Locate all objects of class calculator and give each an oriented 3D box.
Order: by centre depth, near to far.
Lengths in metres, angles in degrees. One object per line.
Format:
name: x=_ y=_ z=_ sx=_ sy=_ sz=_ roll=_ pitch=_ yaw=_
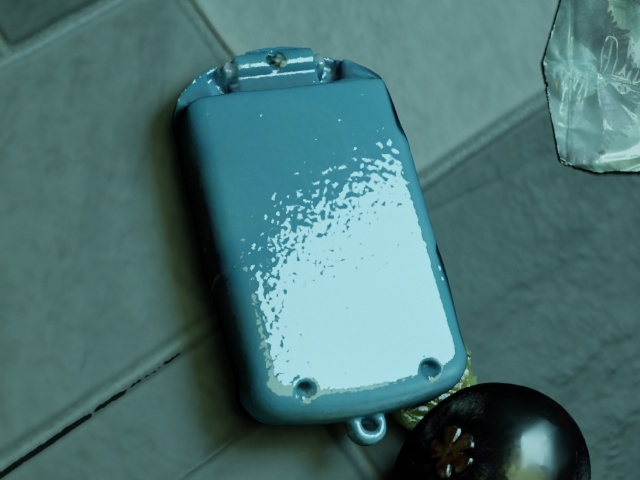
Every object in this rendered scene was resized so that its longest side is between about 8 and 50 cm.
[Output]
calculator: x=0.000 y=0.000 z=1.231 sx=0.173 sy=0.051 sz=0.293 roll=-7 pitch=71 yaw=-22

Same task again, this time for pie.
pie: x=0.074 y=0.097 z=1.256 sx=0.084 sy=0.020 sz=0.084 roll=9 pitch=67 yaw=-21

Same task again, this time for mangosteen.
mangosteen: x=0.123 y=0.167 z=1.201 sx=0.151 sy=0.137 sz=0.137 roll=35 pitch=53 yaw=-50

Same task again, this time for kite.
kite: x=0.316 y=-0.098 z=1.443 sx=0.309 sy=0.015 sz=0.169 roll=17 pitch=65 yaw=-15
